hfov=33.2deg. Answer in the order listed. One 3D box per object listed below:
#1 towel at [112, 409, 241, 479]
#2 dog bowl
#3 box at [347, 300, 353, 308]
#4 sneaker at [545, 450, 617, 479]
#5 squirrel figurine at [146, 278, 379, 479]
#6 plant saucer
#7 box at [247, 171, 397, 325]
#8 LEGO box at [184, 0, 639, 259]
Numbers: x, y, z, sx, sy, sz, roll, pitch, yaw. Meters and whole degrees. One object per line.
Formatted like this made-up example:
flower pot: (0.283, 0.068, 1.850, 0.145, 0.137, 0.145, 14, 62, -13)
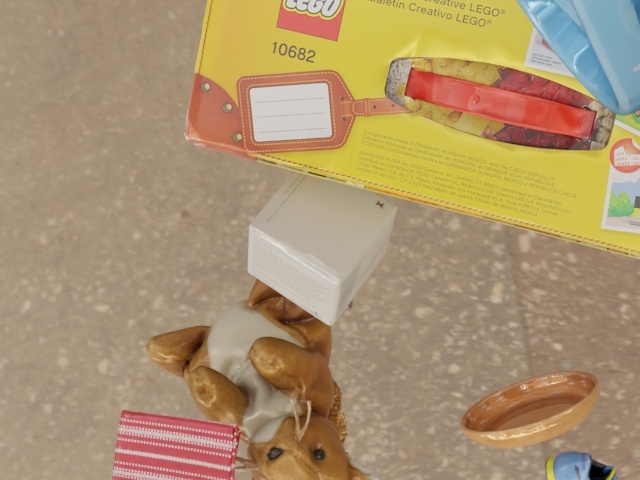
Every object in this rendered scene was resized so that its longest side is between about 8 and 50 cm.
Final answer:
towel: (-0.206, 0.381, 1.483, 0.198, 0.031, 0.275, 2, 85, 25)
dog bowl: (0.145, -0.177, 0.616, 0.074, 0.297, 0.166, -38, 54, 9)
box: (-0.028, 0.060, 2.101, 0.184, 0.261, 0.103, -10, 68, -5)
sneaker: (0.420, 0.383, 1.607, 0.082, 0.209, 0.069, -22, 38, 32)
squirrel figurine: (-0.041, 0.289, 1.673, 0.281, 0.397, 0.370, -31, 49, -2)
plant saucer: (0.292, 0.236, 1.482, 0.200, 0.200, 0.037, -18, 96, 27)
box: (0.000, 0.000, 0.988, 0.102, 0.087, 0.101, 32, 62, 13)
LEGO box: (0.180, -0.146, 1.009, 0.500, 0.372, 0.193, 15, 106, 10)
